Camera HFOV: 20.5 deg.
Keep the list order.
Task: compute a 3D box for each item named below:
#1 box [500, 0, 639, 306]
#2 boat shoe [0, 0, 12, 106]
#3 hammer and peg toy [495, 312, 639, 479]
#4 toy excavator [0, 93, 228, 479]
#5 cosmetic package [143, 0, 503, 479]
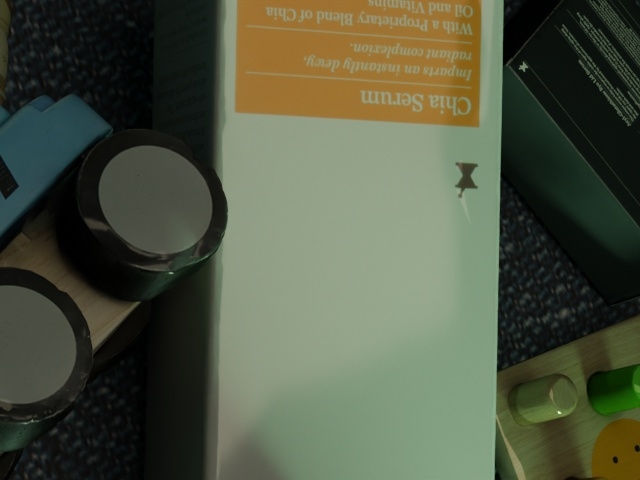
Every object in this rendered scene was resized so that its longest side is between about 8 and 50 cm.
[{"bbox_3d":[0.265,-0.099,1.643,0.261,0.103,0.184,50,52,-12],"label":"box"},{"bbox_3d":[-0.347,-0.154,1.241,0.285,0.104,0.089,7,69,-33],"label":"boat shoe"},{"bbox_3d":[0.310,0.197,1.565,0.361,0.127,0.266,-16,85,-37],"label":"hammer and peg toy"},{"bbox_3d":[-0.357,-0.002,1.154,0.445,0.222,0.433,41,56,0],"label":"toy excavator"},{"bbox_3d":[0.000,0.000,1.314,0.230,0.161,0.453,1,89,-22],"label":"cosmetic package"}]
